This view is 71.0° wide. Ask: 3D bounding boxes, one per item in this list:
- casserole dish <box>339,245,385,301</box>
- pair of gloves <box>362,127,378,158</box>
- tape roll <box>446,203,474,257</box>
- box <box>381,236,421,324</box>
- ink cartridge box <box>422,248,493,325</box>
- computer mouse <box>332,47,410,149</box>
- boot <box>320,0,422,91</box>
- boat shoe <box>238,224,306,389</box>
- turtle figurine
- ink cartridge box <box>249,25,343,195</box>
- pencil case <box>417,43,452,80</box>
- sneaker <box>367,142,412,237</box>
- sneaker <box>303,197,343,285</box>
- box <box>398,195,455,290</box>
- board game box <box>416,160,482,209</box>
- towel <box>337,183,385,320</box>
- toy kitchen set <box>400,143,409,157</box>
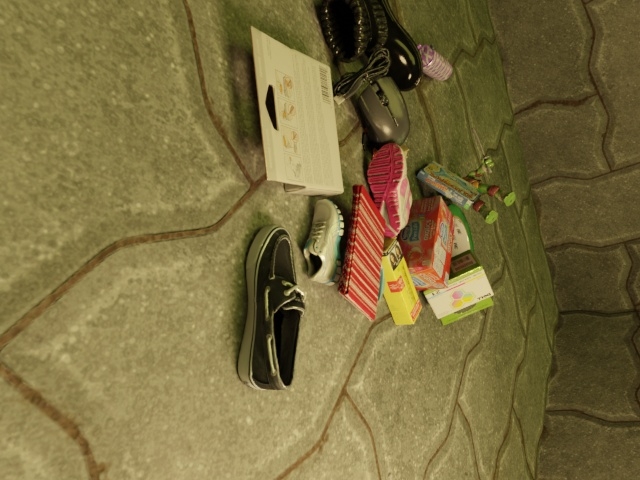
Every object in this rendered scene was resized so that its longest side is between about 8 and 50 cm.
[{"bbox_3d":[0.100,0.081,1.106,0.188,0.037,0.114,37,55,-43],"label":"casserole dish"},{"bbox_3d":[0.142,-0.268,1.258,0.083,0.010,0.074,34,57,-45],"label":"pair of gloves"},{"bbox_3d":[0.448,0.036,1.560,0.321,0.077,0.320,16,70,-51],"label":"tape roll"},{"bbox_3d":[0.206,0.113,1.226,0.087,0.058,0.232,-45,119,-49],"label":"box"},{"bbox_3d":[0.440,0.179,1.406,0.255,0.189,0.097,57,13,-29],"label":"ink cartridge box"},{"bbox_3d":[0.162,-0.337,1.178,0.188,0.072,0.272,-40,129,-4],"label":"computer mouse"},{"bbox_3d":[0.143,-0.521,1.202,0.348,0.131,0.260,51,38,-20],"label":"boot"},{"bbox_3d":[-0.073,0.112,0.805,0.108,0.102,0.300,29,60,-48],"label":"boat shoe"},{"bbox_3d":[0.542,-0.204,1.610,0.198,0.266,0.274,-26,139,-20],"label":"turtle figurine"},{"bbox_3d":[-0.060,-0.247,0.928,0.261,0.066,0.296,0,83,-54],"label":"ink cartridge box"},{"bbox_3d":[0.414,-0.653,1.655,0.206,0.086,0.088,0,56,-55],"label":"pencil case"},{"bbox_3d":[0.194,-0.137,1.228,0.111,0.103,0.252,-16,110,-59],"label":"sneaker"},{"bbox_3d":[0.000,0.000,0.961,0.083,0.071,0.190,7,77,-47],"label":"sneaker"},{"bbox_3d":[0.313,0.008,1.340,0.128,0.123,0.256,46,48,-39],"label":"box"},{"bbox_3d":[0.435,-0.189,1.512,0.136,0.201,0.035,-36,157,-51],"label":"board game box"},{"bbox_3d":[0.102,0.029,1.044,0.199,0.031,0.274,46,48,-54],"label":"towel"},{"bbox_3d":[0.203,-0.251,1.329,0.083,0.075,0.068,-24,148,-21],"label":"toy kitchen set"}]
